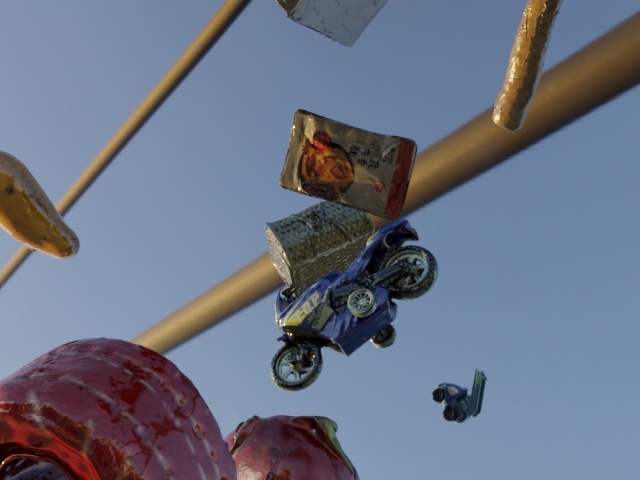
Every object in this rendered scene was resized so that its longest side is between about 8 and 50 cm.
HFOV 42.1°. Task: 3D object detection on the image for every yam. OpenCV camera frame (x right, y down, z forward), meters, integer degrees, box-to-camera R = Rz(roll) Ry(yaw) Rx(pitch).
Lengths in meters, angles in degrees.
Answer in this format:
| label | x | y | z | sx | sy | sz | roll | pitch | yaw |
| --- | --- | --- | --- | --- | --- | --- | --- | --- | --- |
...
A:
| label | x | y | z | sx | sy | sz | roll | pitch | yaw |
| --- | --- | --- | --- | --- | --- | --- | --- | --- | --- |
| yam | 0.349 | -0.328 | 1.359 | 0.066 | 0.066 | 0.299 | 11 | -64 | -5 |

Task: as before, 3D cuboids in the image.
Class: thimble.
| label | x | y | z | sx | sy | sz | roll | pitch | yaw |
| --- | --- | --- | --- | --- | --- | --- | --- | --- | --- |
| thimble | -0.155 | 0.167 | 0.574 | 0.163 | 0.125 | 0.189 | -41 | -91 | 23 |

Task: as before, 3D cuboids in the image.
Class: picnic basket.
| label | x | y | z | sx | sy | sz | roll | pitch | yaw |
| --- | --- | --- | --- | --- | --- | --- | --- | --- | --- |
| picnic basket | 0.000 | 0.000 | 1.731 | 0.196 | 0.134 | 0.154 | -23 | -41 | -12 |

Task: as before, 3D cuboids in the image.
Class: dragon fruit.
| label | x | y | z | sx | sy | sz | roll | pitch | yaw |
| --- | --- | --- | --- | --- | --- | --- | --- | --- | --- |
| dragon fruit | -0.050 | 0.322 | 0.966 | 0.200 | 0.269 | 0.198 | -24 | -46 | 14 |

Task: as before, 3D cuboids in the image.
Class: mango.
| label | x | y | z | sx | sy | sz | roll | pitch | yaw |
| --- | --- | --- | --- | --- | --- | --- | --- | --- | --- |
| mango | -0.640 | -0.064 | 1.787 | 0.295 | 0.120 | 0.177 | 53 | -19 | 0 |

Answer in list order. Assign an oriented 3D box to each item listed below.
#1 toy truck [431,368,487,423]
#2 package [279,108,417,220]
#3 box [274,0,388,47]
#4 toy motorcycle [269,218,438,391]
| label | x | y | z | sx | sy | sz | roll | pitch | yaw |
| --- | --- | --- | --- | --- | --- | --- | --- | --- | --- |
| toy truck | 0.232 | 0.249 | 1.341 | 0.090 | 0.073 | 0.056 | -38 | -28 | 12 |
| package | 0.049 | -0.139 | 1.522 | 0.239 | 0.030 | 0.154 | 16 | -74 | 10 |
| box | 0.042 | -0.481 | 1.255 | 0.297 | 0.225 | 0.190 | -47 | -111 | 20 |
| toy motorcycle | 0.034 | 0.090 | 1.263 | 0.315 | 0.169 | 0.113 | -38 | -42 | -5 |
